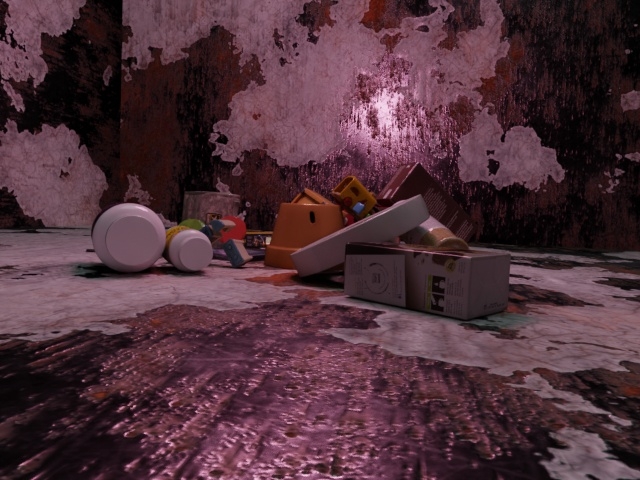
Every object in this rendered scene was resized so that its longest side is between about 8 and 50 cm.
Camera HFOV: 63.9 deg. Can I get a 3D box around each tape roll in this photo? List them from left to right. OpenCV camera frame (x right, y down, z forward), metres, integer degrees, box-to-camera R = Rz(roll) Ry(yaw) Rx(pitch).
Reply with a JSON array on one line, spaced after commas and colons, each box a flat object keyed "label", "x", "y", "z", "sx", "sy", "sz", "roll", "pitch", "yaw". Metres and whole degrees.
[{"label": "tape roll", "x": 0.105, "y": -0.012, "z": 1.391, "sx": 0.392, "sy": 0.072, "sz": 0.392, "roll": -24, "pitch": 1, "yaw": 0}]

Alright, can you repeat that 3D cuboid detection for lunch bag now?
[{"label": "lunch bag", "x": -0.449, "y": -0.082, "z": 2.136, "sx": 0.287, "sy": 0.235, "sz": 0.169, "roll": 5, "pitch": -1, "yaw": 44}]

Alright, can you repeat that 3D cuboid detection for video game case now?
[{"label": "video game case", "x": -0.313, "y": 0.049, "z": 1.840, "sx": 0.274, "sy": 0.026, "sz": 0.196, "roll": 6, "pitch": 5, "yaw": 35}]

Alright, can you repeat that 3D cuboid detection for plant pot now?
[{"label": "plant pot", "x": -0.037, "y": -0.019, "z": 1.683, "sx": 0.290, "sy": 0.204, "sz": 0.291, "roll": 2, "pitch": 4, "yaw": 0}]

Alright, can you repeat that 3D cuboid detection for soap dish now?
[{"label": "soap dish", "x": -0.046, "y": -0.073, "z": 1.952, "sx": 0.118, "sy": 0.229, "sz": 0.291, "roll": 43, "pitch": 0, "yaw": -30}]

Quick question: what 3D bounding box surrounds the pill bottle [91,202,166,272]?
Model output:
[{"label": "pill bottle", "x": -0.523, "y": -0.012, "z": 1.393, "sx": 0.181, "sy": 0.182, "sz": 0.323, "roll": 1, "pitch": 4, "yaw": -24}]

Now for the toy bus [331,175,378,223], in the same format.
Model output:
[{"label": "toy bus", "x": 0.135, "y": -0.122, "z": 1.698, "sx": 0.191, "sy": 0.104, "sz": 0.202, "roll": 41, "pitch": -6, "yaw": 25}]

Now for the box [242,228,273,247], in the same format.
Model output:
[{"label": "box", "x": -0.348, "y": -0.013, "z": 2.389, "sx": 0.322, "sy": 0.079, "sz": 0.257, "roll": -1, "pitch": 3, "yaw": -42}]

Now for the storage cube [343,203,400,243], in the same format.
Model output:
[{"label": "storage cube", "x": 0.174, "y": -0.028, "z": 1.942, "sx": 0.183, "sy": 0.215, "sz": 0.193, "roll": 0, "pitch": -2, "yaw": -24}]

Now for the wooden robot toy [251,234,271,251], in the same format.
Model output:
[{"label": "wooden robot toy", "x": -0.193, "y": 0.031, "z": 2.078, "sx": 0.173, "sy": 0.076, "sz": 0.079, "roll": 2, "pitch": 39, "yaw": -5}]

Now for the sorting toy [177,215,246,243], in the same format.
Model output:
[{"label": "sorting toy", "x": -0.463, "y": -0.002, "z": 1.977, "sx": 0.365, "sy": 0.127, "sz": 0.126, "roll": -5, "pitch": -27, "yaw": -4}]

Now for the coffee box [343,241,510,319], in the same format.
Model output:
[{"label": "coffee box", "x": 0.211, "y": 0.071, "z": 1.058, "sx": 0.297, "sy": 0.119, "sz": 0.168, "roll": 6, "pitch": 5, "yaw": 43}]

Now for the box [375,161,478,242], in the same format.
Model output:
[{"label": "box", "x": 0.418, "y": -0.107, "z": 2.018, "sx": 0.381, "sy": 0.191, "sz": 0.143, "roll": 43, "pitch": -13, "yaw": -20}]

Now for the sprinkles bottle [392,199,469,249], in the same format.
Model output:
[{"label": "sprinkles bottle", "x": 0.307, "y": -0.015, "z": 1.513, "sx": 0.121, "sy": 0.121, "sz": 0.355, "roll": 2, "pitch": 20, "yaw": -14}]

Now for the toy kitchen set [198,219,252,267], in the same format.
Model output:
[{"label": "toy kitchen set", "x": -0.343, "y": 0.047, "z": 1.565, "sx": 0.207, "sy": 0.166, "sz": 0.122, "roll": -36, "pitch": -14, "yaw": 23}]

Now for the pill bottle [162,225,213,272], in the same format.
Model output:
[{"label": "pill bottle", "x": -0.368, "y": 0.024, "z": 1.417, "sx": 0.117, "sy": 0.118, "sz": 0.208, "roll": 1, "pitch": 6, "yaw": -28}]
